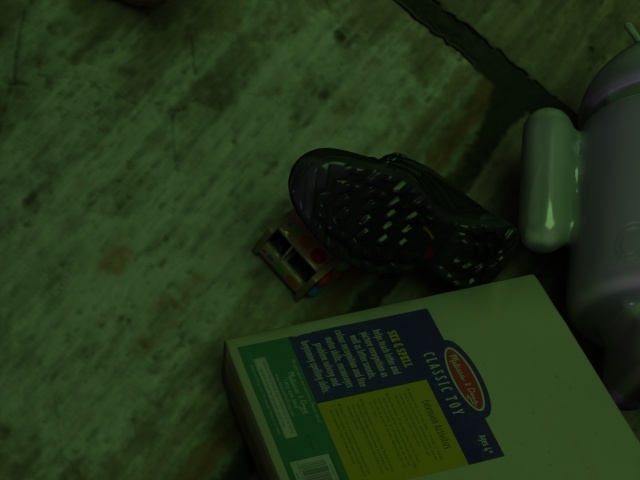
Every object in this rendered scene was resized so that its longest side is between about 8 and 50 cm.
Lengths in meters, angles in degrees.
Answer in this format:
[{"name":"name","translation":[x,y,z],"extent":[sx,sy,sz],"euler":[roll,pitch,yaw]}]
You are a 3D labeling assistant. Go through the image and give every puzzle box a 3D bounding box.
[{"name":"puzzle box","translation":[0.117,0.204,1.032],"extent":[0.272,0.052,0.409],"euler":[-11,47,-16]}]

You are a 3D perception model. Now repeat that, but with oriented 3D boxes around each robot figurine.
[{"name":"robot figurine","translation":[0.313,-0.029,1.216],"extent":[0.300,0.200,0.353],"euler":[11,66,-8]}]

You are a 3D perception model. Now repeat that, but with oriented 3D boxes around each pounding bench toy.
[{"name":"pounding bench toy","translation":[0.000,0.000,1.180],"extent":[0.083,0.052,0.065],"euler":[-40,86,-28]}]

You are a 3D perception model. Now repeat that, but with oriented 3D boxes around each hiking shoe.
[{"name":"hiking shoe","translation":[0.050,-0.026,1.159],"extent":[0.227,0.114,0.086],"euler":[21,104,-39]}]

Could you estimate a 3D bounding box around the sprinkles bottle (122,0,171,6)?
[{"name":"sprinkles bottle","translation":[-0.102,-0.370,1.256],"extent":[0.121,0.121,0.355],"euler":[29,63,-6]}]
